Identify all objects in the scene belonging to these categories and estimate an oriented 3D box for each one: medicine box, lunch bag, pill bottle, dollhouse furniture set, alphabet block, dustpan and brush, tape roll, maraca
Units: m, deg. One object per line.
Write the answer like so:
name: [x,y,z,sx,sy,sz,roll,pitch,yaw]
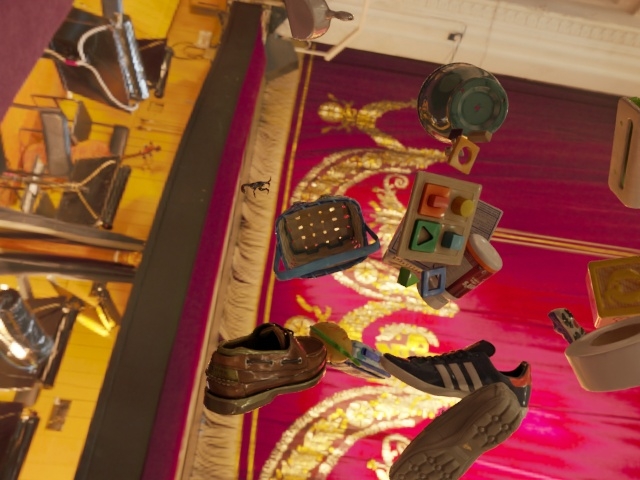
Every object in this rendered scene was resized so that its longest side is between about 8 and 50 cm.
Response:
medicine box: [0.375,-0.012,1.654,0.289,0.263,0.149,-60,174,-15]
lunch bag: [0.128,0.402,1.786,0.176,0.219,0.090,-15,-127,48]
pill bottle: [0.378,0.091,1.461,0.221,0.121,0.121,-44,-155,28]
dollhouse furniture set: [0.417,-0.253,1.473,0.081,0.114,0.091,58,46,-43]
alphabet block: [0.993,0.173,1.742,0.197,0.192,0.194,41,42,-61]
dustpan and brush: [-0.003,-0.555,1.299,0.211,0.060,0.147,37,-29,43]
tape roll: [0.792,0.285,1.366,0.286,0.286,0.100,120,-54,-77]
maraca: [0.037,0.277,1.398,0.099,0.127,0.185,-54,-141,-7]

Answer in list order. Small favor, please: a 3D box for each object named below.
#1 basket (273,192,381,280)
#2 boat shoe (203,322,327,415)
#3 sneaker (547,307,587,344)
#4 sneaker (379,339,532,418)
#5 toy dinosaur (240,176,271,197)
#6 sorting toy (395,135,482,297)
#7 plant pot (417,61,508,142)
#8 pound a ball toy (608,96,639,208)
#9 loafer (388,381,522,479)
basket: [0.000,0.000,1.324,0.289,0.254,0.201,-110,-175,-64]
boat shoe: [-0.071,0.195,0.895,0.307,0.110,0.105,-8,106,-64]
sneaker: [0.773,0.283,1.653,0.170,0.068,0.071,58,-30,-4]
sneaker: [0.314,0.286,1.215,0.131,0.349,0.148,141,-34,-89]
toy dinosaur: [-0.190,-0.156,1.546,0.090,0.082,0.047,-88,-169,-57]
sorting toy: [0.255,-0.041,1.089,0.047,0.195,0.348,27,-73,56]
plant pot: [0.471,-0.430,1.700,0.255,0.271,0.272,-96,-165,-72]
pound a ball toy: [0.820,-0.241,1.234,0.136,0.208,0.319,-102,175,-48]
loafer: [0.273,0.410,1.094,0.319,0.112,0.111,-40,-173,16]
